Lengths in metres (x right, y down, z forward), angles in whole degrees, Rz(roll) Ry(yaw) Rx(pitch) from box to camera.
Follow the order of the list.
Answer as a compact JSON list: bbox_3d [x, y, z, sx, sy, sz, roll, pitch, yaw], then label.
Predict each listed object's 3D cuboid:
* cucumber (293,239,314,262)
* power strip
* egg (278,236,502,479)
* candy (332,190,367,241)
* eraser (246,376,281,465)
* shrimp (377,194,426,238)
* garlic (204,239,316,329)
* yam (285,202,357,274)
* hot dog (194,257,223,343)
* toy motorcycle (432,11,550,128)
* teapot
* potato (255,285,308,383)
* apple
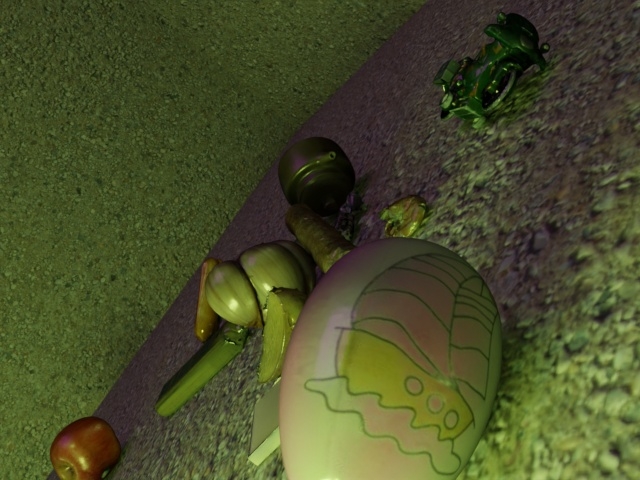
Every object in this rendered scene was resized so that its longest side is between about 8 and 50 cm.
[{"bbox_3d":[-0.049,0.057,1.478,0.078,0.062,0.211,20,60,41],"label":"cucumber"},{"bbox_3d":[-0.289,0.304,1.584,0.387,0.066,0.092,-44,17,27],"label":"power strip"},{"bbox_3d":[0.060,0.119,0.576,0.196,0.196,0.271,-39,13,43],"label":"egg"},{"bbox_3d":[0.049,-0.025,1.380,0.094,0.051,0.226,-52,9,36],"label":"candy"},{"bbox_3d":[-0.070,0.268,1.004,0.104,0.023,0.150,-48,12,11],"label":"eraser"},{"bbox_3d":[0.138,-0.034,1.132,0.099,0.041,0.180,-66,15,-2],"label":"shrimp"},{"bbox_3d":[-0.109,0.079,1.279,0.160,0.191,0.214,-52,-18,18],"label":"garlic"},{"bbox_3d":[0.000,0.000,1.265,0.081,0.081,0.357,-50,24,2],"label":"yam"},{"bbox_3d":[-0.307,0.170,1.818,0.100,0.068,0.249,76,-163,-71],"label":"hot dog"},{"bbox_3d":[0.293,-0.298,1.140,0.187,0.125,0.275,-61,13,-3],"label":"toy motorcycle"},{"bbox_3d":[-0.002,-0.127,1.605,0.175,0.186,0.267,-112,24,-43],"label":"teapot"},{"bbox_3d":[-0.042,0.171,1.086,0.089,0.101,0.172,19,101,53],"label":"potato"},{"bbox_3d":[-0.648,0.585,1.791,0.199,0.199,0.199,-48,13,14],"label":"apple"}]
